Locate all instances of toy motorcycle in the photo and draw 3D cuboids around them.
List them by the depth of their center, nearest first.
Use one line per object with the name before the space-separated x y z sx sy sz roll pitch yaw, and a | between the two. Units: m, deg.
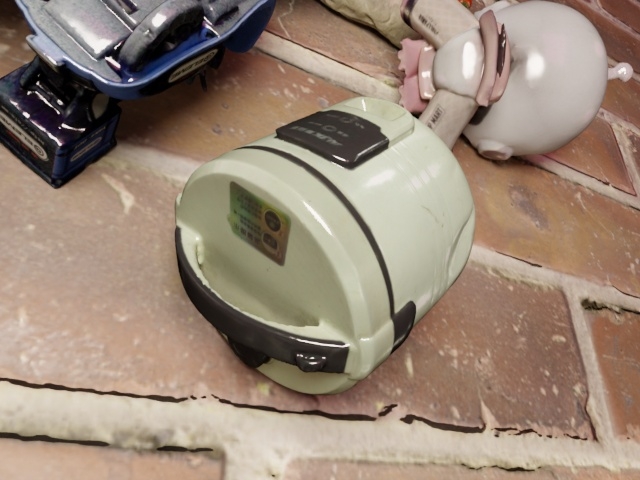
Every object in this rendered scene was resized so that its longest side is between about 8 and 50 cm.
toy motorcycle | -0.143 -0.218 0.478 0.125 0.212 0.358 45 54 -10

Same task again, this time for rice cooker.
rice cooker | 0.000 0.000 0.430 0.244 0.226 0.226 -36 86 -37

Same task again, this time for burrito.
burrito | 0.096 -0.389 0.799 0.392 0.076 0.117 21 49 -22

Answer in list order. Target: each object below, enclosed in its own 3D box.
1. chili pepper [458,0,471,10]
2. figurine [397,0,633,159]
chili pepper | 0.224 -0.466 0.917 0.071 0.063 0.272 15 42 -36
figurine | 0.285 -0.235 0.741 0.361 0.253 0.211 -9 25 -38
